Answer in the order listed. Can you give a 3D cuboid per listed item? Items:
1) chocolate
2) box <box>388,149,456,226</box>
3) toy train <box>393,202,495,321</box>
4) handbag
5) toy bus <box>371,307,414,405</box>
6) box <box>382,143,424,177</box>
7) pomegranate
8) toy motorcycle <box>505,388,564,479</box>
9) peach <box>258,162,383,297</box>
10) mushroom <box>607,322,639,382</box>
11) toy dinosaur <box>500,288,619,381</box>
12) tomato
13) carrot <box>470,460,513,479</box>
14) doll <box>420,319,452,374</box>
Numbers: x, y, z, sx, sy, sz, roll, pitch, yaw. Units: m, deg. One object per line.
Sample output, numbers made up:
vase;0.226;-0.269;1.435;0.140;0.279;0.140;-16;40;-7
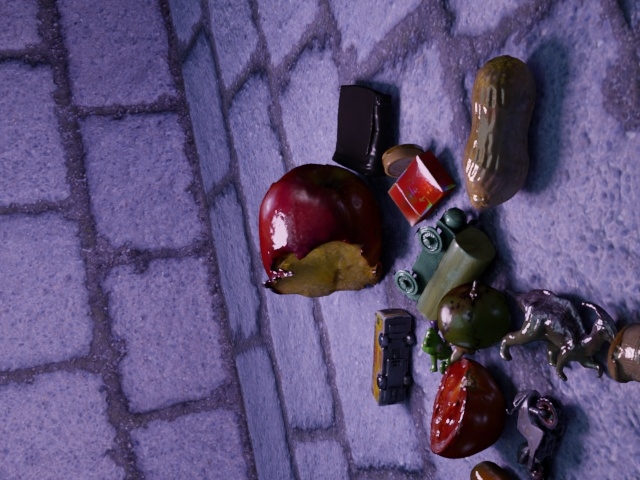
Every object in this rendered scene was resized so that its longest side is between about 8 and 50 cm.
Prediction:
chocolate;0.355;-0.210;1.604;0.134;0.134;0.309;37;126;57
box;0.238;-0.123;1.930;0.112;0.048;0.175;55;148;13
toy train;0.293;0.056;1.856;0.189;0.126;0.307;36;138;14
handbag;0.116;-0.294;2.152;0.247;0.080;0.223;-146;60;-61
toy bus;0.187;0.308;2.161;0.106;0.092;0.268;-130;38;-65
box;0.202;-0.192;1.953;0.105;0.105;0.037;125;140;-56
pomegranate;0.324;0.172;1.758;0.220;0.156;0.156;103;152;-69
toy motorcycle;0.435;0.394;1.662;0.122;0.080;0.215;-132;37;-50
peach;0.000;0.000;2.196;0.353;0.339;0.417;-98;11;-58
mushroom;0.591;0.187;1.256;0.351;0.095;0.123;-12;68;63
toy dinosaur;0.457;0.178;1.562;0.294;0.077;0.162;14;106;48
tomato;0.336;0.387;1.804;0.233;0.139;0.200;-74;8;-49
carrot;0.405;0.564;1.771;0.193;0.087;0.087;44;136;50
doll;0.278;0.257;1.887;0.050;0.190;0.115;9;73;30
